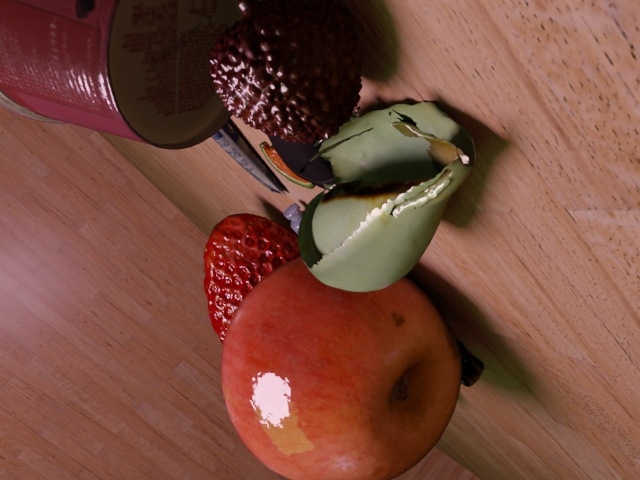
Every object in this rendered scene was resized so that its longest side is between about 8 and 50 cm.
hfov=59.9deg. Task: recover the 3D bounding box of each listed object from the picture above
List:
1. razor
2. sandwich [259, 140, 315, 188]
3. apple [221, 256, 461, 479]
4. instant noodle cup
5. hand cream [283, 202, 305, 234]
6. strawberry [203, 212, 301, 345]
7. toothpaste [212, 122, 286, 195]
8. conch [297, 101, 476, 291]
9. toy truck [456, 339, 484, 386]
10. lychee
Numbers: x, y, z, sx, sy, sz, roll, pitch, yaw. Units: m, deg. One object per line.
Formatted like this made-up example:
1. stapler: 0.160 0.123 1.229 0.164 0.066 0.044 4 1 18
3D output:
1. razor: -0.023 -0.121 0.636 0.090 0.054 0.148 28 163 35
2. sandwich: -0.039 -0.110 0.794 0.101 0.026 0.069 25 155 44
3. apple: 0.037 0.198 0.861 0.364 0.364 0.364 40 167 11
4. instant noodle cup: -0.181 -0.195 0.514 0.179 0.234 0.234 26 162 25
5. hand cream: 0.000 0.000 0.995 0.170 0.043 0.065 46 167 -29
6. strawberry: -0.107 0.108 1.195 0.291 0.292 0.309 96 151 -75
7. toothpaste: -0.132 -0.145 0.926 0.062 0.037 0.216 27 165 48
8. conch: 0.047 -0.048 0.533 0.137 0.143 0.250 0 148 -2
9. toy truck: 0.243 0.216 0.977 0.083 0.049 0.054 45 168 -8
10. lychee: -0.021 -0.137 0.445 0.129 0.123 0.123 26 178 -32
